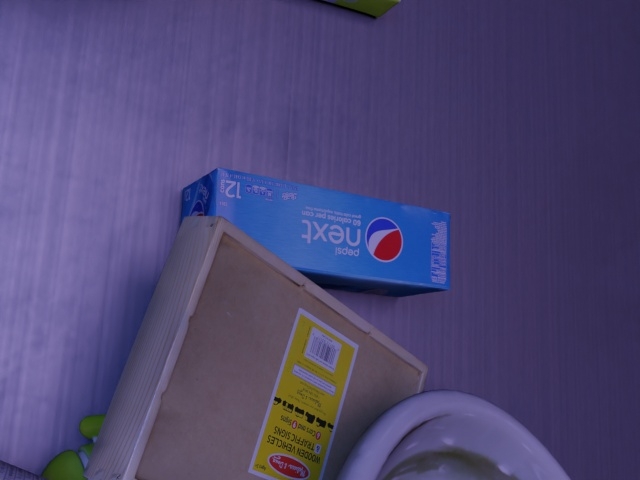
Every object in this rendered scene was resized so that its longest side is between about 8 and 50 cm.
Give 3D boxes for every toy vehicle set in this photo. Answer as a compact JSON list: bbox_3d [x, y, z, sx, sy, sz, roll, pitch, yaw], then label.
[{"bbox_3d":[-0.021,0.118,0.529,0.267,0.035,0.166,39,60,-43],"label":"toy vehicle set"}]

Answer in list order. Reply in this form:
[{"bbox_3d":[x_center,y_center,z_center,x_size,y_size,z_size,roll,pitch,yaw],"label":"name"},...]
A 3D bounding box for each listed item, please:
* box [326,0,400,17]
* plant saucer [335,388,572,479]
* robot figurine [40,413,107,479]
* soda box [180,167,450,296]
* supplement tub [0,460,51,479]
[{"bbox_3d":[-0.014,-0.270,0.663,0.178,0.042,0.109,6,77,-30],"label":"box"},{"bbox_3d":[0.107,0.306,0.515,0.400,0.101,0.400,32,43,-36],"label":"plant saucer"},{"bbox_3d":[-0.129,0.162,0.492,0.115,0.067,0.101,-5,83,-31],"label":"robot figurine"},{"bbox_3d":[0.000,0.000,0.599,0.210,0.071,0.067,10,76,-29],"label":"soda box"},{"bbox_3d":[-0.191,0.209,0.335,0.316,0.228,0.228,29,67,-15],"label":"supplement tub"}]
